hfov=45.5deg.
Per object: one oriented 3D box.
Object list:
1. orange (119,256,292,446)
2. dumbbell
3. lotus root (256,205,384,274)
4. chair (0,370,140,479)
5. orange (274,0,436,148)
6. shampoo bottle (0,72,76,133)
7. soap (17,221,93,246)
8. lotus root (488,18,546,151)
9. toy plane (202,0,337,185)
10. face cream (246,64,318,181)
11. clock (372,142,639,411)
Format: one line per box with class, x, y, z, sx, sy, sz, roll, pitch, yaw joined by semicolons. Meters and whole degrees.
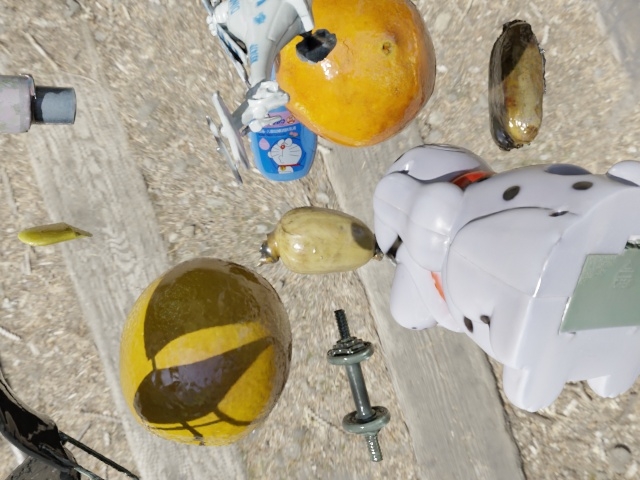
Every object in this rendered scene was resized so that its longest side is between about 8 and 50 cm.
orange;-0.140;0.136;0.948;0.236;0.236;0.237;0;91;1
dumbbell;0.059;0.232;1.213;0.081;0.081;0.254;-14;97;1
lotus root;0.000;0.000;1.543;0.256;0.154;0.140;1;86;-6
chair;-0.257;0.229;0.670;0.145;0.140;0.221;-47;117;-19
orange;0.058;-0.299;1.282;0.283;0.226;0.284;1;87;-27
shampoo bottle;-0.379;-0.150;0.832;0.213;0.072;0.072;-3;91;-25
soap;-0.621;-0.018;1.793;0.089;0.168;0.033;31;122;36
lotus root;0.439;-0.374;1.775;0.078;0.167;0.330;13;67;-32
toy plane;-0.047;-0.174;0.616;0.107;0.273;0.182;-18;110;8
face cream;-0.083;-0.255;1.609;0.148;0.083;0.264;-7;125;1
clock;0.131;0.003;0.604;0.188;0.254;0.189;-14;114;-33
